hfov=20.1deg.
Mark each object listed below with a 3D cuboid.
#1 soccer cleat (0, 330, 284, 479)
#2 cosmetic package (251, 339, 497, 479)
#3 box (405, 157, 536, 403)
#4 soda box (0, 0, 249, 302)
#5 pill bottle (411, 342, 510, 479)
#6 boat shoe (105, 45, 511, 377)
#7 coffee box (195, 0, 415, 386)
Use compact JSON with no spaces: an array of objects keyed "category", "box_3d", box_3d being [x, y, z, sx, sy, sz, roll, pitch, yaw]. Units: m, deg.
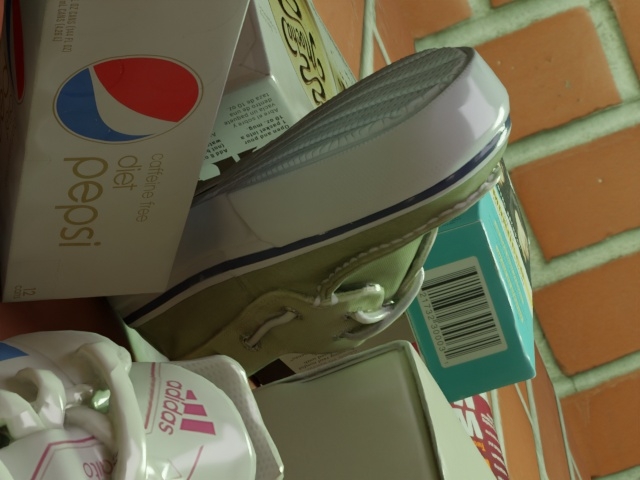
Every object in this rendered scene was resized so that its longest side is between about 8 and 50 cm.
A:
[{"category":"soccer cleat","box_3d":[-0.099,0.068,0.453,0.331,0.143,0.116,-7,78,-79]},{"category":"cosmetic package","box_3d":[0.033,0.191,0.882,0.296,0.153,0.129,55,17,-51]},{"category":"box","box_3d":[0.087,0.004,1.097,0.244,0.060,0.100,-73,144,-71]},{"category":"soda box","box_3d":[-0.083,-0.059,0.691,0.216,0.074,0.069,112,-30,-55]},{"category":"pill bottle","box_3d":[0.062,0.161,1.167,0.121,0.121,0.221,56,17,-52]},{"category":"boat shoe","box_3d":[0.000,0.000,0.791,0.094,0.109,0.302,53,-29,-7]},{"category":"coffee box","box_3d":[-0.043,-0.057,1.038,0.297,0.119,0.168,55,18,-55]}]
